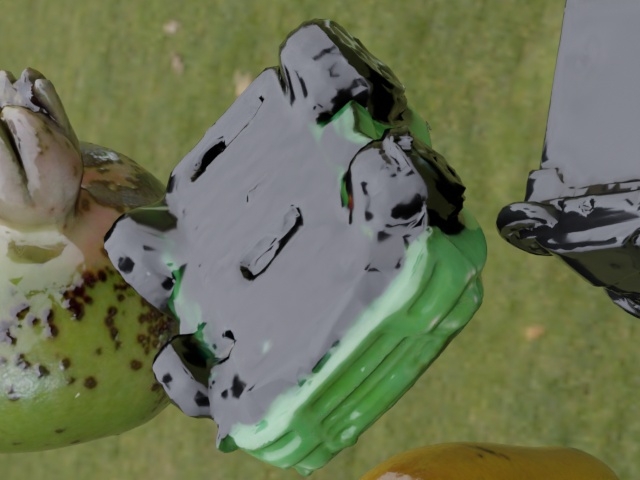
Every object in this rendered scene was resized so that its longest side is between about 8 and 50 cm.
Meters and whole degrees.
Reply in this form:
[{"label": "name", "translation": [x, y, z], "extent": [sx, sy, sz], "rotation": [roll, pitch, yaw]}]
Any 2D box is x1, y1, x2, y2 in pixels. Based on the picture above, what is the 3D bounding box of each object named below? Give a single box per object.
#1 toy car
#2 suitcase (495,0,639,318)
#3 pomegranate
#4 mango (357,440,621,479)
[{"label": "toy car", "translation": [0.000, 0.000, 1.085], "extent": [0.213, 0.176, 0.359], "rotation": [-47, 32, 12]}, {"label": "suitcase", "translation": [0.298, -0.127, 1.017], "extent": [0.339, 0.188, 0.345], "rotation": [-13, 55, 44]}, {"label": "pomegranate", "translation": [-0.228, 0.005, 1.358], "extent": [0.341, 0.285, 0.285], "rotation": [96, 161, -44]}, {"label": "mango", "translation": [0.148, 0.273, 1.459], "extent": [0.173, 0.317, 0.211], "rotation": [-47, 59, 51]}]
